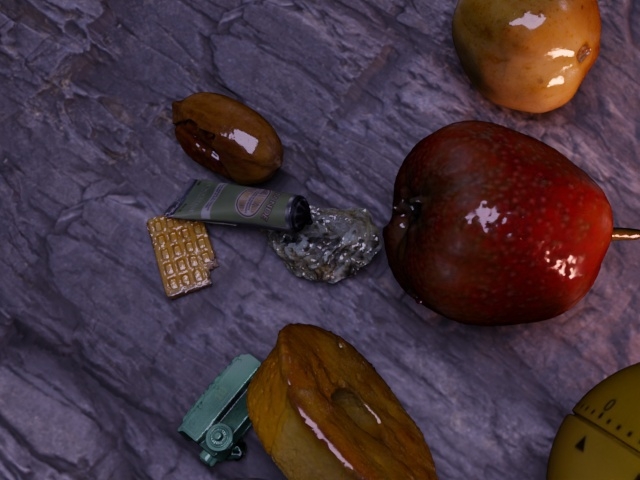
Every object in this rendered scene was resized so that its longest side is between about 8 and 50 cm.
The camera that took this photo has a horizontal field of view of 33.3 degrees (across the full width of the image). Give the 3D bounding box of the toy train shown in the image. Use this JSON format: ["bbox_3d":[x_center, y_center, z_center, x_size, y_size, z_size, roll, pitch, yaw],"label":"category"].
[{"bbox_3d":[-0.123,0.235,1.507,0.099,0.070,0.172,34,75,25],"label":"toy train"}]

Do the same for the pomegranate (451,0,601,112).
[{"bbox_3d":[0.311,-0.310,1.594,0.233,0.233,0.233,-1,71,3],"label":"pomegranate"}]

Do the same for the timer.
[{"bbox_3d":[0.425,0.346,1.294,0.376,0.376,0.387,34,86,14],"label":"timer"}]

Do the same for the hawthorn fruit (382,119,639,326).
[{"bbox_3d":[0.273,-0.021,1.474,0.368,0.285,0.285,2,71,-5],"label":"hawthorn fruit"}]

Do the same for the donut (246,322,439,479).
[{"bbox_3d":[0.022,0.251,1.392,0.110,0.303,0.303,-43,72,15],"label":"donut"}]

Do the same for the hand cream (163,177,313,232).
[{"bbox_3d":[-0.118,-0.051,1.581,0.235,0.055,0.086,10,47,27],"label":"hand cream"}]

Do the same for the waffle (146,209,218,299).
[{"bbox_3d":[-0.205,0.016,1.610,0.092,0.021,0.135,-19,71,-3],"label":"waffle"}]

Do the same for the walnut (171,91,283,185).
[{"bbox_3d":[-0.146,-0.159,1.623,0.207,0.116,0.116,33,76,14],"label":"walnut"}]

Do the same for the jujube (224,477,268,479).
[{"bbox_3d":[-0.056,0.427,1.327,0.308,0.246,0.215,33,100,26],"label":"jujube"}]

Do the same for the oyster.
[{"bbox_3d":[0.000,0.000,1.581,0.177,0.064,0.125,-13,58,6],"label":"oyster"}]
